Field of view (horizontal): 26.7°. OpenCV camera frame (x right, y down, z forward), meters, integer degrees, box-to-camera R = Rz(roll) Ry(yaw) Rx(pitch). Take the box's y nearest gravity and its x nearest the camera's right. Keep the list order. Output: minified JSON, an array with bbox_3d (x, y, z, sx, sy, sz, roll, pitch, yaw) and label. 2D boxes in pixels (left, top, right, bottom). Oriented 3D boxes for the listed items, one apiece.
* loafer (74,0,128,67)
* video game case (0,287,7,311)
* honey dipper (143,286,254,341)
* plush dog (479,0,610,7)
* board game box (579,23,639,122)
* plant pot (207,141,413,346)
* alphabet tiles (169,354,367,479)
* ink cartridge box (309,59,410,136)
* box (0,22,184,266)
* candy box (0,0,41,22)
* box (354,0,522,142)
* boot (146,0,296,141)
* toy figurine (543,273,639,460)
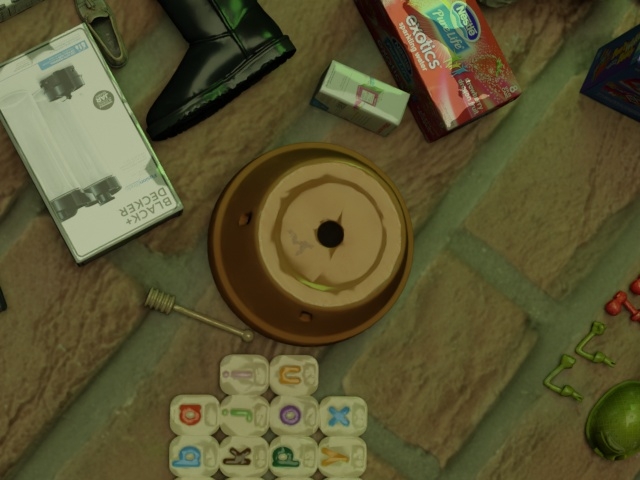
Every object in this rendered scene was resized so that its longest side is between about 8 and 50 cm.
[{"bbox_3d":[-0.305,-0.301,1.885,0.045,0.039,0.125,-29,91,-9],"label":"loafer"},{"bbox_3d":[-0.590,0.021,1.793,0.275,0.035,0.248,-19,102,-10],"label":"video game case"},{"bbox_3d":[-0.166,0.106,1.881,0.161,0.030,0.030,22,83,-8],"label":"honey dipper"},{"bbox_3d":[0.322,-0.474,1.903,0.262,0.210,0.225,-2,63,14],"label":"plush dog"},{"bbox_3d":[0.570,-0.188,1.912,0.347,0.233,0.078,25,83,-6],"label":"board game box"},{"bbox_3d":[0.000,0.000,1.827,0.291,0.203,0.291,1,86,-10],"label":"plant pot"},{"bbox_3d":[-0.072,0.301,1.885,0.278,0.021,0.284,1,86,-9],"label":"alphabet tiles"},{"bbox_3d":[0.056,-0.199,1.907,0.122,0.088,0.052,24,80,-7],"label":"ink cartridge box"},{"bbox_3d":[-0.324,-0.128,1.845,0.169,0.087,0.290,-27,90,-9],"label":"box"},{"bbox_3d":[-0.417,-0.412,1.861,0.196,0.070,0.165,-30,91,-10],"label":"candy box"},{"bbox_3d":[0.161,-0.283,1.912,0.128,0.122,0.257,-27,90,-10],"label":"box"},{"bbox_3d":[-0.184,-0.282,1.877,0.246,0.094,0.207,-36,86,-3],"label":"boot"},{"bbox_3d":[0.512,0.142,1.887,0.362,0.217,0.191,-42,93,-10],"label":"toy figurine"}]
